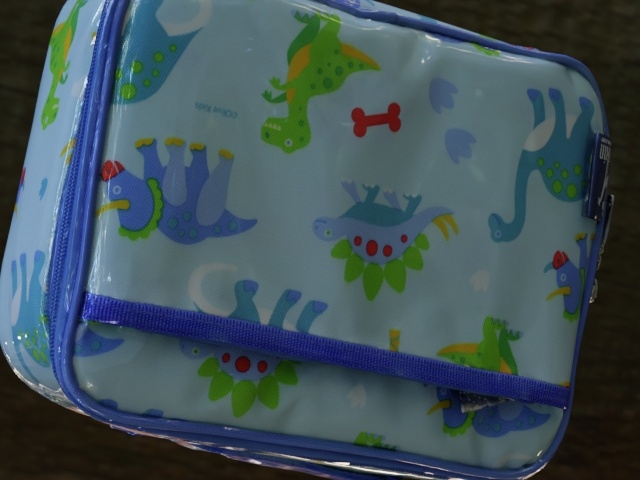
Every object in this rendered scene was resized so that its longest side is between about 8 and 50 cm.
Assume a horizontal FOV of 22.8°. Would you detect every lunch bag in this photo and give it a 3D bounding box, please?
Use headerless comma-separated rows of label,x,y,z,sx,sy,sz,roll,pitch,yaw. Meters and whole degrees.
lunch bag,0.000,0.000,0.588,0.090,0.219,0.176,0,77,63
